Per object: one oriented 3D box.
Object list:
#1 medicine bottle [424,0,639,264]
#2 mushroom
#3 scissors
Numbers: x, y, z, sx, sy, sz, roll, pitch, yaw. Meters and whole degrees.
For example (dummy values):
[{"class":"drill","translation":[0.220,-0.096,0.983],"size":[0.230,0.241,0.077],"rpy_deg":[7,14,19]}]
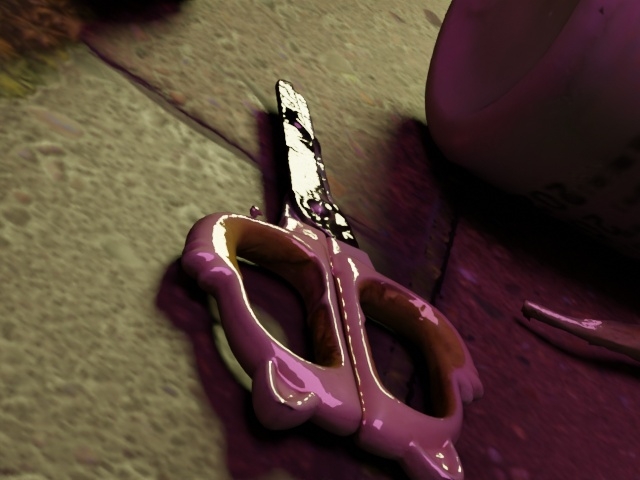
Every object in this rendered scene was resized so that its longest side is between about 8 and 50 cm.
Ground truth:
[{"class":"medicine bottle","translation":[0.274,-0.062,1.090],"size":[0.388,0.219,0.219],"rpy_deg":[28,26,-21]},{"class":"mushroom","translation":[0.240,0.101,0.978],"size":[0.306,0.043,0.068],"rpy_deg":[33,0,-5]},{"class":"scissors","translation":[0.000,0.000,0.849],"size":[0.160,0.024,0.317],"rpy_deg":[25,27,-23]}]
